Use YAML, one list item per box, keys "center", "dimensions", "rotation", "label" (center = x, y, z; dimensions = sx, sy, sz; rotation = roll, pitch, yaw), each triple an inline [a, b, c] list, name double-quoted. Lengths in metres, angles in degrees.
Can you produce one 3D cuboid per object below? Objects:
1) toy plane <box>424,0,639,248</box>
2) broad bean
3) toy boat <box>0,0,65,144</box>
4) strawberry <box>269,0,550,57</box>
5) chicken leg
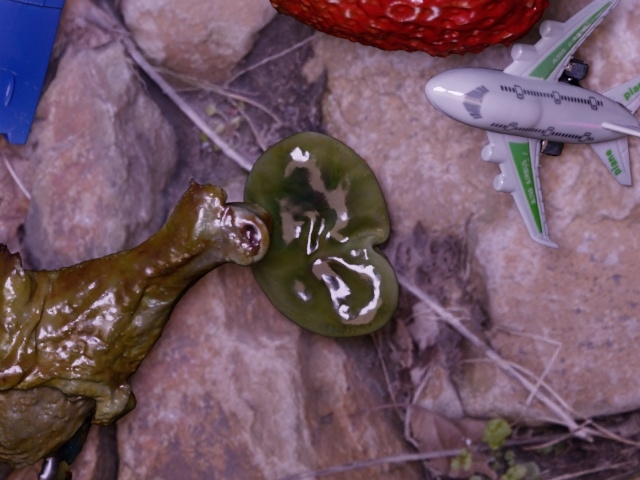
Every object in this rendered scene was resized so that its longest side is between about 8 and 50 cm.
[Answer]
- center: [0.201, -0.123, 1.622]
  dimensions: [0.255, 0.101, 0.251]
  rotation: [8, 105, -27]
  label: "toy plane"
- center: [0.000, 0.000, 1.699]
  dimensions: [0.153, 0.072, 0.207]
  rotation: [-27, 88, 6]
  label: "broad bean"
- center: [-0.295, -0.244, 1.629]
  dimensions: [0.088, 0.129, 0.295]
  rotation: [22, 102, 32]
  label: "toy boat"
- center: [0.079, -0.270, 1.542]
  dimensions: [0.276, 0.257, 0.257]
  rotation: [-19, 101, 20]
  label: "strawberry"
- center: [-0.230, 0.062, 1.680]
  dimensions: [0.211, 0.140, 0.361]
  rotation: [33, 104, -25]
  label: "chicken leg"
